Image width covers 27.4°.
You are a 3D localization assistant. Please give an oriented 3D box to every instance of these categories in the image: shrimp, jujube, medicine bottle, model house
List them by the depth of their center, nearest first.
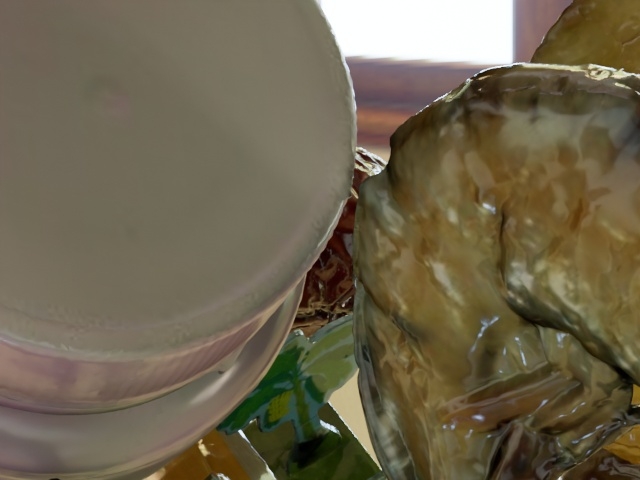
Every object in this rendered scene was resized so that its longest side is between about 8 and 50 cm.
[{"bbox_3d":[0.136,0.106,0.451,0.071,0.233,0.365,-33,-93,-42],"label":"shrimp"},{"bbox_3d":[-0.130,-0.009,0.652,0.256,0.325,0.256,5,-110,-15],"label":"medicine bottle"},{"bbox_3d":[-0.075,0.221,1.053,0.358,0.313,0.242,-30,-117,-14],"label":"model house"},{"bbox_3d":[0.000,0.000,1.303,0.213,0.232,0.213,-17,-119,35],"label":"jujube"}]

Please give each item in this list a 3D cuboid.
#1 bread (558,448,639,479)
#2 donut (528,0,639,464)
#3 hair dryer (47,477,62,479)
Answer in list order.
[{"bbox_3d":[0.295,0.267,1.122,0.230,0.123,0.230,-4,-100,25],"label":"bread"},{"bbox_3d":[0.289,-0.023,0.907,0.435,0.378,0.163,-52,-138,15],"label":"donut"},{"bbox_3d":[-0.138,0.111,0.554,0.031,0.083,0.079,-36,-158,13],"label":"hair dryer"}]
